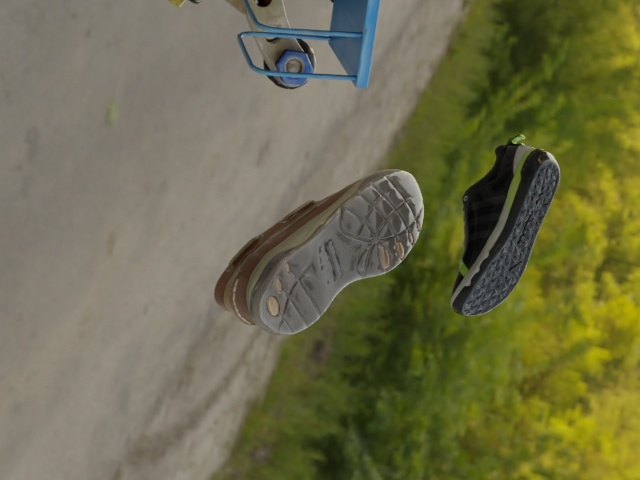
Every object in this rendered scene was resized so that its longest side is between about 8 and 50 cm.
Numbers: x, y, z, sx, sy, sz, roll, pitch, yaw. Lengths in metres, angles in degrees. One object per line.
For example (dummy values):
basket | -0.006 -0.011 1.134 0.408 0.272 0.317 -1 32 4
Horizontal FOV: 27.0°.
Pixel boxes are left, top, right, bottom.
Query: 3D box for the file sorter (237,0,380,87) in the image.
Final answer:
file sorter | -0.009 -0.235 1.154 0.118 0.104 0.170 -113 -153 -60

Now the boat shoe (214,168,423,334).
boat shoe | 0.000 0.000 1.573 0.324 0.116 0.123 -31 116 -42

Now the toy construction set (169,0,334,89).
toy construction set | -0.054 -0.342 1.464 0.257 0.237 0.309 -55 -171 31

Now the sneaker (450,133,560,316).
sneaker | 0.214 -0.018 1.655 0.084 0.097 0.235 29 89 -50
